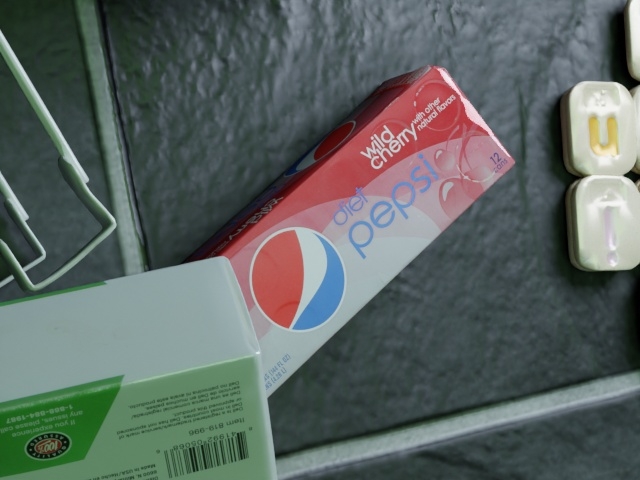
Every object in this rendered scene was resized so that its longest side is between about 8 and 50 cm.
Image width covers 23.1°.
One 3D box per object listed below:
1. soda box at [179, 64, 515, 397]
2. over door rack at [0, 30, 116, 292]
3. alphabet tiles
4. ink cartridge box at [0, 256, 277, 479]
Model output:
[{"bbox_3d":[0.000,0.000,1.014,0.263,0.083,0.092,-43,102,-22],"label":"soda box"},{"bbox_3d":[-0.191,-0.133,0.860,0.108,0.239,0.324,-20,92,-19],"label":"over door rack"},{"bbox_3d":[0.308,-0.049,1.193,0.284,0.021,0.278,-1,84,-25],"label":"alphabet tiles"},{"bbox_3d":[-0.104,0.126,0.875,0.153,0.087,0.208,-12,130,-9],"label":"ink cartridge box"}]
